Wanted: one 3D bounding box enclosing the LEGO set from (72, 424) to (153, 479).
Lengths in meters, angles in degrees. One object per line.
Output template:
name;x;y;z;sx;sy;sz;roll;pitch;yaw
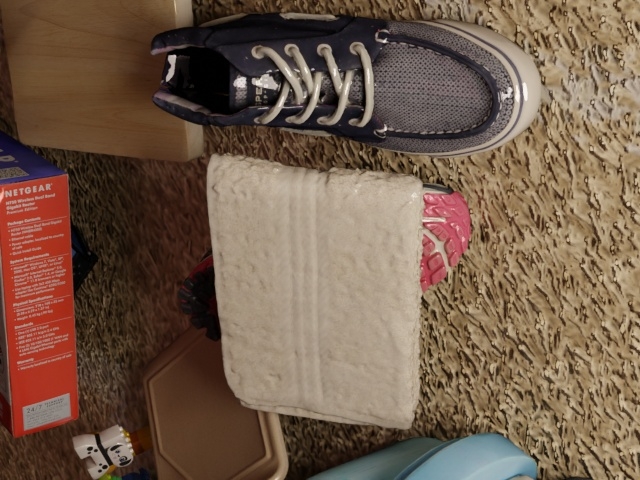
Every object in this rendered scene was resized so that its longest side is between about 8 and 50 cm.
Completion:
LEGO set;-0.209;0.272;1.304;0.087;0.093;0.227;-121;9;-52

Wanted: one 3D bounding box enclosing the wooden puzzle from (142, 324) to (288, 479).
wooden puzzle;-0.113;0.188;1.173;0.221;0.044;0.239;-40;48;39

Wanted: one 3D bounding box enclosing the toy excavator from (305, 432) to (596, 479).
toy excavator;0.028;0.314;1.089;0.445;0.222;0.433;40;127;38

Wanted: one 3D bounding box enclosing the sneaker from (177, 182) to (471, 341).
sneaker;0.000;0.000;1.044;0.299;0.112;0.121;-15;120;27

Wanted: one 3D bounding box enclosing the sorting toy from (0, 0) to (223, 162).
sorting toy;-0.212;-0.223;1.139;0.257;0.089;0.256;9;110;35

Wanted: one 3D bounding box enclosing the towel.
towel;0.000;0.051;0.981;0.187;0.049;0.282;7;127;10

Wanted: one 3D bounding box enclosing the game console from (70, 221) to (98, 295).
game console;-0.331;-0.002;1.312;0.122;0.071;0.107;41;104;21

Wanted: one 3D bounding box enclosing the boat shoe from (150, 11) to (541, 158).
boat shoe;0.007;-0.130;0.957;0.340;0.158;0.127;11;111;35

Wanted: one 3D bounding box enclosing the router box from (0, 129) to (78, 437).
router box;-0.399;0.022;1.309;0.335;0.082;0.301;28;123;48
